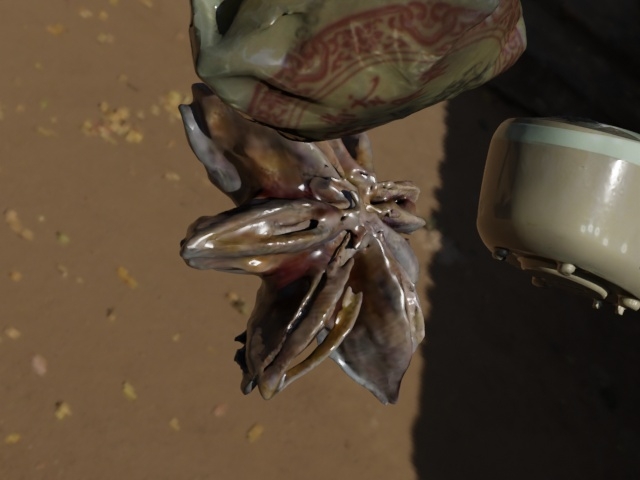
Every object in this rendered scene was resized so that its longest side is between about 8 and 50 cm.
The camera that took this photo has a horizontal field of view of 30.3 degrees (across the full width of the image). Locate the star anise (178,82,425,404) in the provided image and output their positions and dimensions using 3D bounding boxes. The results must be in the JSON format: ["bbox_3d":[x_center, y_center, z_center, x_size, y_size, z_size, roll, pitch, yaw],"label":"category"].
[{"bbox_3d":[0.000,0.000,0.729,0.236,0.093,0.229,-29,99,-59],"label":"star anise"}]

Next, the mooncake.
[{"bbox_3d":[0.020,-0.085,0.484,0.125,0.130,0.073,0,72,-79],"label":"mooncake"}]

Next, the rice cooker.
[{"bbox_3d":[0.200,-0.021,0.875,0.145,0.127,0.206,15,-10,40],"label":"rice cooker"}]
